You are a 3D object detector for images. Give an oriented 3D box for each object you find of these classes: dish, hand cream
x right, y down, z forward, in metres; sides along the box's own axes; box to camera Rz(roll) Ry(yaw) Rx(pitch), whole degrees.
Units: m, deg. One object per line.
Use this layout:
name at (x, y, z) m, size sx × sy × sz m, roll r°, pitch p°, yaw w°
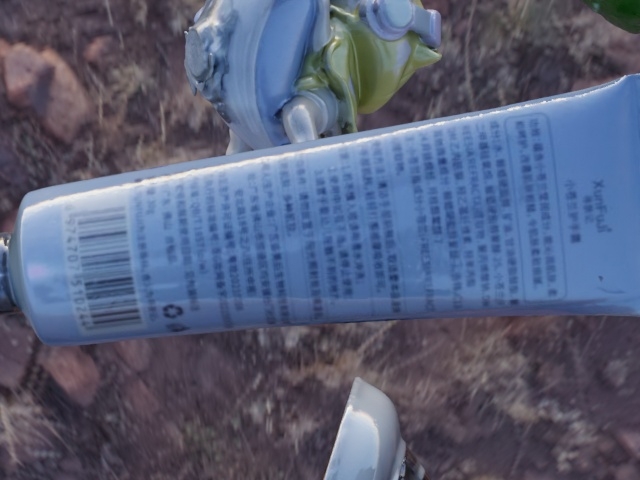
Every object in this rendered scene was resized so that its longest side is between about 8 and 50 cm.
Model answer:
dish at (0.035, 0.157, 0.897) m, size 0.078 × 0.141 × 0.141 m, roll 18°, pitch 73°, yaw 2°
hand cream at (0.000, 0.000, 0.577) m, size 0.271 × 0.058 × 0.091 m, roll -7°, pitch 96°, yaw 3°

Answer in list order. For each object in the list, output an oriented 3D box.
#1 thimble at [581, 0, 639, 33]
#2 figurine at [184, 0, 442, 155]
thimble at (0.134, -0.151, 0.630) m, size 0.090 × 0.130 × 0.118 m, roll 37°, pitch 38°, yaw 6°
figurine at (-0.005, -0.119, 1.056) m, size 0.183 × 0.128 × 0.209 m, roll 4°, pitch 89°, yaw -30°
